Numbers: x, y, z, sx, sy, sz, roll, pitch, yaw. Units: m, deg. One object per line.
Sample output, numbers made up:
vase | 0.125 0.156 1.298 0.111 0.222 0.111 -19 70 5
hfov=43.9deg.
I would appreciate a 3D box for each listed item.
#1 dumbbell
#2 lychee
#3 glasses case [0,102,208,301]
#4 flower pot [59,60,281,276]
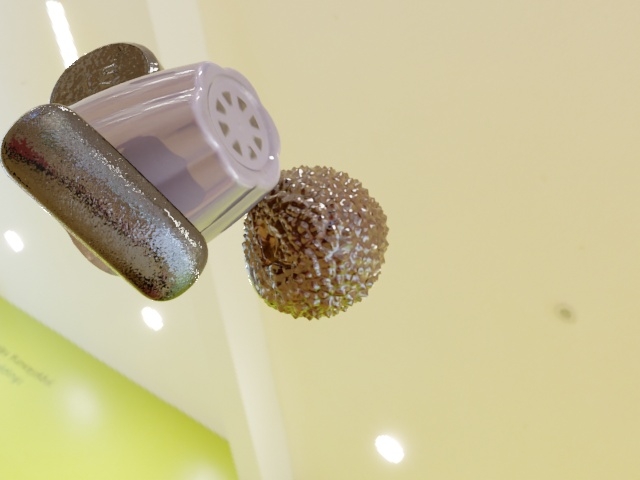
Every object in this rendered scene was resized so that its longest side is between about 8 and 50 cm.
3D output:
dumbbell | -0.304 -0.172 1.398 0.204 0.204 0.322 26 -16 30
lychee | 0.000 0.000 1.343 0.267 0.267 0.267 29 -40 27
glasses case | -0.239 -0.039 0.897 0.266 0.103 0.067 47 -17 -21
flower pot | -0.196 -0.113 1.061 0.243 0.265 0.265 -25 -77 27
